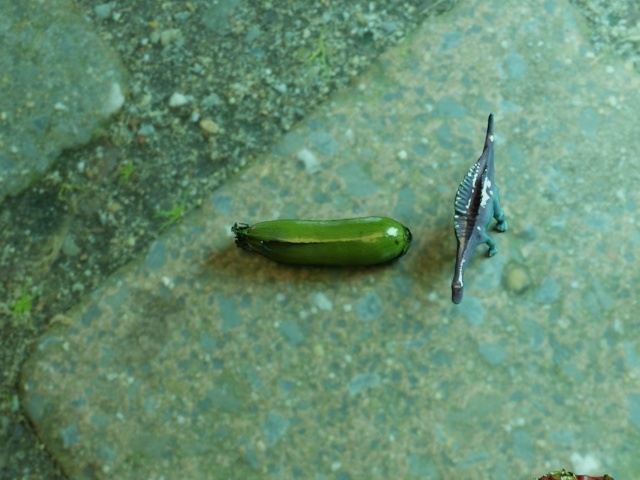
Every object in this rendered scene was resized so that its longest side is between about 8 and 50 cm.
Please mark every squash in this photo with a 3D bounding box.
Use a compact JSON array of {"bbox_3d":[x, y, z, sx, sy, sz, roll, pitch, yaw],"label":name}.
[{"bbox_3d":[0.000,0.000,1.585,0.183,0.052,0.052,2,69,13],"label":"squash"}]

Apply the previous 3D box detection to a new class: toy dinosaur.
[{"bbox_3d":[0.151,-0.027,1.544,0.045,0.080,0.197,7,70,19],"label":"toy dinosaur"}]

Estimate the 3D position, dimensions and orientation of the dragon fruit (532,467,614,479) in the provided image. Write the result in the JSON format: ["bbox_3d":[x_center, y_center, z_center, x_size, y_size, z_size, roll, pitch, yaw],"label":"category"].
[{"bbox_3d":[0.271,0.296,1.372,0.246,0.125,0.125,32,108,3],"label":"dragon fruit"}]
